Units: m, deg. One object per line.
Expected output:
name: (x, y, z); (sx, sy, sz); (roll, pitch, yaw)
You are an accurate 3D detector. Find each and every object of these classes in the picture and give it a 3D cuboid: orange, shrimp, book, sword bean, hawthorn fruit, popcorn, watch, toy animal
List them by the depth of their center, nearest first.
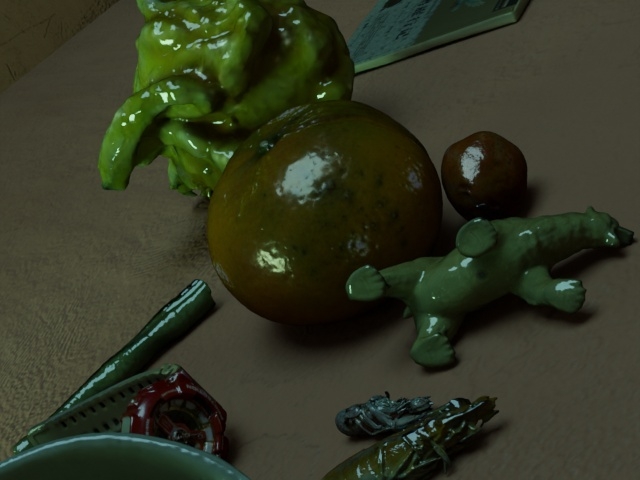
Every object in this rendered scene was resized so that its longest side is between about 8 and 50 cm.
shrimp: (0.057, 0.179, 0.923); (0.178, 0.034, 0.124); (-30, 26, 12)
shrimp: (0.055, 0.136, 1.019); (0.092, 0.029, 0.038); (-6, 27, 38)
toy animal: (0.141, 0.025, 1.061); (0.219, 0.103, 0.101); (-27, 0, 26)
watch: (-0.198, 0.199, 1.159); (0.268, 0.102, 0.164); (-27, 25, 35)
hawthorn fruit: (0.153, -0.051, 1.189); (0.081, 0.081, 0.093); (-26, 37, 18)
orange: (0.000, -0.031, 1.212); (0.240, 0.171, 0.240); (-26, 32, 18)
sword bean: (-0.214, 0.139, 1.345); (0.269, 0.038, 0.043); (-43, 0, -21)
popcorn: (-0.120, -0.170, 1.520); (0.326, 0.290, 0.321); (-19, 18, -14)
book: (0.165, -0.314, 1.746); (0.310, 0.021, 0.217); (-13, 30, 39)

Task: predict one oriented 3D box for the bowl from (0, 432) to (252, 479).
bowl: (-0.114, 0.270, 0.769); (0.289, 0.146, 0.289); (-4, 70, 11)
